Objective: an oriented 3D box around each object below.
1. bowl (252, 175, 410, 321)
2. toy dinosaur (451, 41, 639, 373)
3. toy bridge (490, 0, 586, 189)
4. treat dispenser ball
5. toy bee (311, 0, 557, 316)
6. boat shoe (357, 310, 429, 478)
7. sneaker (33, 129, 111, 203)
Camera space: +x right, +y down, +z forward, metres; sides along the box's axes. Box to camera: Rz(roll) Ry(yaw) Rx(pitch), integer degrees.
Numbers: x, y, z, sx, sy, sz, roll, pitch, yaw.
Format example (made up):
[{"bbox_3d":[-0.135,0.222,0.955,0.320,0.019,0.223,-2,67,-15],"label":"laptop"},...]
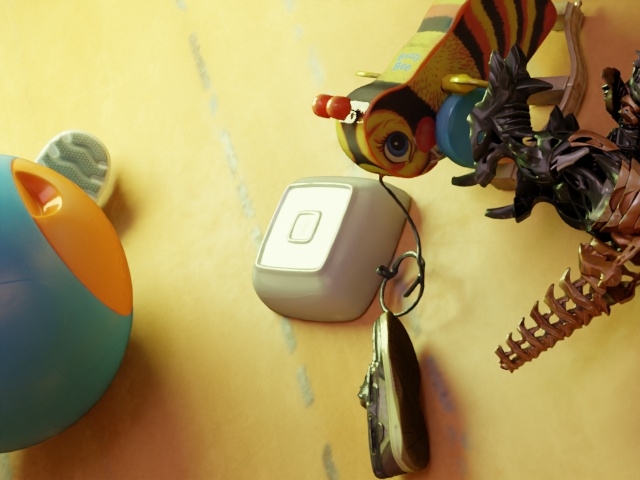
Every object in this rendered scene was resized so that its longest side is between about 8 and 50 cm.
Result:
[{"bbox_3d":[0.000,0.000,1.773,0.142,0.053,0.142,4,66,46],"label":"bowl"},{"bbox_3d":[0.229,-0.051,1.525,0.218,0.164,0.322,28,60,34],"label":"toy dinosaur"},{"bbox_3d":[0.200,-0.131,1.697,0.063,0.026,0.188,0,62,44],"label":"toy bridge"},{"bbox_3d":[-0.322,0.060,1.851,0.288,0.288,0.288,-25,46,29],"label":"treat dispenser ball"},{"bbox_3d":[0.084,-0.111,1.654,0.195,0.162,0.298,-18,48,48],"label":"toy bee"},{"bbox_3d":[0.054,0.128,1.620,0.049,0.056,0.152,-24,47,23],"label":"boat shoe"},{"bbox_3d":[-0.306,0.004,2.058,0.281,0.105,0.115,-50,5,9],"label":"sneaker"}]
